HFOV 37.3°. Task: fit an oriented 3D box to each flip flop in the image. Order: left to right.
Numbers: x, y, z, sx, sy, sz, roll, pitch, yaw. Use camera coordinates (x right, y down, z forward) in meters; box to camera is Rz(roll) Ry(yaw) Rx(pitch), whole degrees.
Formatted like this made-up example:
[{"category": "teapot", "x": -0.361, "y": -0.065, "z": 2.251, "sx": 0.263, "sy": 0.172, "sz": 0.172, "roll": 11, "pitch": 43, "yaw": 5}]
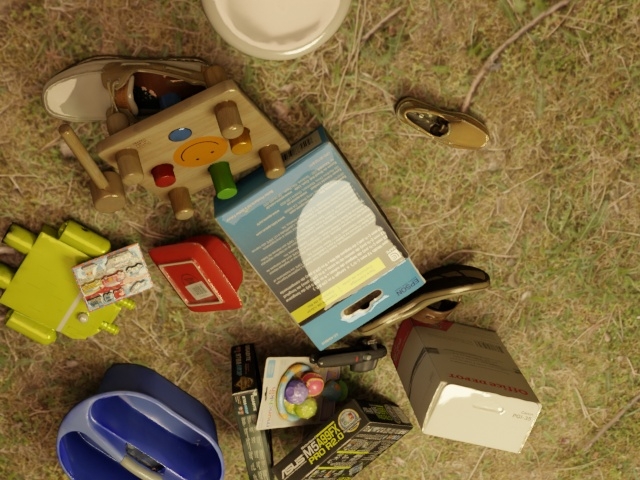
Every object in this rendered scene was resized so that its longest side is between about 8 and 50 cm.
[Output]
[{"category": "flip flop", "x": 0.202, "y": 0.128, "z": 1.847, "sx": 0.277, "sy": 0.112, "sz": 0.080, "roll": -26, "pitch": 109, "yaw": 8}]

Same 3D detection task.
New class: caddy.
[{"category": "caddy", "x": -0.348, "y": 0.406, "z": 1.850, "sx": 0.341, "sy": 0.179, "sz": 0.241, "roll": 38, "pitch": 102, "yaw": -20}]

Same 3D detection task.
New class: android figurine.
[{"category": "android figurine", "x": -0.480, "y": 0.083, "z": 1.763, "sx": 0.273, "sy": 0.056, "sz": 0.248, "roll": 32, "pitch": 105, "yaw": -17}]

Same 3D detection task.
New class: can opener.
[{"category": "can opener", "x": 0.059, "y": 0.229, "z": 1.862, "sx": 0.186, "sy": 0.059, "sz": 0.073, "roll": 2, "pitch": 91, "yaw": -45}]

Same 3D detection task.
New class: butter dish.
[{"category": "butter dish", "x": -0.209, "y": 0.044, "z": 1.757, "sx": 0.160, "sy": 0.118, "sz": 0.159, "roll": -9, "pitch": 122, "yaw": 43}]

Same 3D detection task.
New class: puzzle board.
[{"category": "puzzle board", "x": -0.380, "y": 0.069, "z": 1.740, "sx": 0.128, "sy": 0.011, "sz": 0.096, "roll": -22, "pitch": 117, "yaw": -15}]

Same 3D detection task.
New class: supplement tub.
[{"category": "supplement tub", "x": -0.079, "y": -0.418, "z": 1.464, "sx": 0.228, "sy": 0.316, "sz": 0.228, "roll": -3, "pitch": 113, "yaw": -7}]

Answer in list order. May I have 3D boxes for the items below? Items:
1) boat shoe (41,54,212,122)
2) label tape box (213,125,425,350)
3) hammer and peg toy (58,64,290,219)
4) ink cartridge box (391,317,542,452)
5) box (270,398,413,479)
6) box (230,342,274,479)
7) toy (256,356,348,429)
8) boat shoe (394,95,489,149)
[{"category": "boat shoe", "x": -0.328, "y": -0.257, "z": 1.613, "sx": 0.303, "sy": 0.103, "sz": 0.113, "roll": -11, "pitch": 113, "yaw": -3}, {"category": "label tape box", "x": 0.000, "y": 0.000, "z": 1.766, "sx": 0.249, "sy": 0.115, "sz": 0.347, "roll": -33, "pitch": 116, "yaw": 7}, {"category": "hammer and peg toy", "x": -0.255, "y": -0.136, "z": 1.590, "sx": 0.361, "sy": 0.127, "sz": 0.266, "roll": -23, "pitch": 157, "yaw": 11}, {"category": "ink cartridge box", "x": 0.270, "y": 0.267, "z": 1.821, "sx": 0.207, "sy": 0.283, "sz": 0.117, "roll": 14, "pitch": 110, "yaw": -13}, {"category": "box", "x": 0.050, "y": 0.409, "z": 1.882, "sx": 0.216, "sy": 0.060, "sz": 0.270, "roll": -41, "pitch": 155, "yaw": 11}, {"category": "box", "x": -0.133, "y": 0.339, "z": 1.853, "sx": 0.051, "sy": 0.175, "sz": 0.220, "roll": -10, "pitch": 113, "yaw": -2}, {"category": "toy", "x": -0.021, "y": 0.294, "z": 1.824, "sx": 0.237, "sy": 0.056, "sz": 0.136, "roll": 8, "pitch": 89, "yaw": -56}, {"category": "boat shoe", "x": 0.227, "y": -0.204, "z": 1.731, "sx": 0.190, "sy": 0.072, "sz": 0.068, "roll": 15, "pitch": 110, "yaw": -14}]
